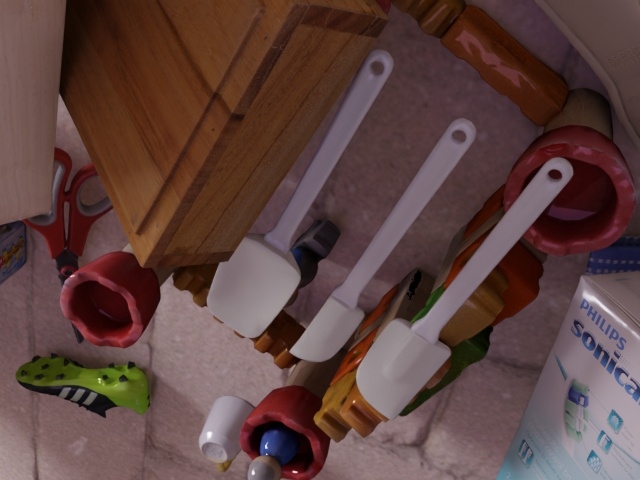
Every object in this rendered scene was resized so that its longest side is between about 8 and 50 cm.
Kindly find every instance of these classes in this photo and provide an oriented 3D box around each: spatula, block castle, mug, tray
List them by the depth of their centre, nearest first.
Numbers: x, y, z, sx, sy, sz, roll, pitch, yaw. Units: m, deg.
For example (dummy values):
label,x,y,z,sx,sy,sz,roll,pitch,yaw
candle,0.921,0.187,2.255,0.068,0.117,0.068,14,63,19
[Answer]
label,x,y,z,sx,sy,sz,roll,pitch,yaw
spatula,0.033,0.007,0.522,0.168,0.019,0.242,33,126,3
tray,-0.134,-0.204,0.544,0.202,0.076,0.410,-53,56,36
block castle,0.000,0.000,0.670,0.303,0.213,0.453,39,125,-5
mug,-0.108,0.233,0.946,0.062,0.064,0.078,-19,112,29

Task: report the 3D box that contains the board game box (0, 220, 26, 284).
label,x,y,z,sx,sy,sz,roll,pitch,yaw
board game box,-0.387,-0.053,0.883,0.194,0.060,0.194,-35,104,34

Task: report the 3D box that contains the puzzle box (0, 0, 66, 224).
label,x,y,z,sx,sy,sz,roll,pitch,yaw
puzzle box,-0.250,-0.206,0.564,0.272,0.052,0.409,67,154,12

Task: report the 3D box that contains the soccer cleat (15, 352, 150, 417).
label,x,y,z,sx,sy,sz,roll,pitch,yaw
soccer cleat,-0.295,0.183,0.994,0.179,0.060,0.072,3,122,17

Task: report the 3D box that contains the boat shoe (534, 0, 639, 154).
label,x,y,z,sx,sy,sz,roll,pitch,yaw
boat shoe,0.226,-0.176,0.546,0.324,0.097,0.117,54,164,-11

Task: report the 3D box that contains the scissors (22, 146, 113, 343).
label,x,y,z,sx,sy,sz,roll,pitch,yaw
scissors,-0.289,0.017,0.884,0.109,0.021,0.297,2,135,-28

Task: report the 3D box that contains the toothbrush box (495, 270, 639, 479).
label,x,y,z,sx,sy,sz,roll,pitch,yaw
toothbrush box,0.270,0.170,0.621,0.217,0.126,0.295,-4,126,-22

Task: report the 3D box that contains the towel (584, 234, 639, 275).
label,x,y,z,sx,sy,sz,roll,pitch,yaw
towel,0.347,0.156,0.736,0.243,0.040,0.335,8,122,16
